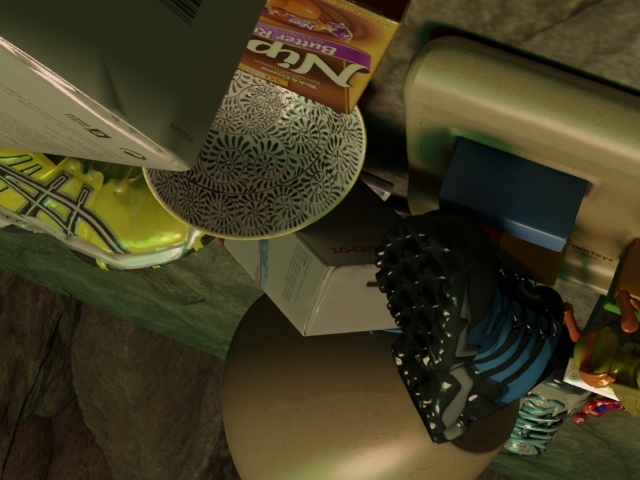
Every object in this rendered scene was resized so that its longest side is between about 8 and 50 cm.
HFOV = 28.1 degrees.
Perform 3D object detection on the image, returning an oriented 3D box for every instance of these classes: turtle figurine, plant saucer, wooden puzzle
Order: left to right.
[{"bbox_3d":[0.303,0.141,1.530,0.083,0.015,0.083,21,167,5],"label":"plant saucer"},{"bbox_3d":[0.207,-0.005,0.943,0.322,0.081,0.348,21,167,8],"label":"wooden puzzle"},{"bbox_3d":[0.282,0.113,0.968,0.217,0.087,0.269,20,172,8],"label":"turtle figurine"}]

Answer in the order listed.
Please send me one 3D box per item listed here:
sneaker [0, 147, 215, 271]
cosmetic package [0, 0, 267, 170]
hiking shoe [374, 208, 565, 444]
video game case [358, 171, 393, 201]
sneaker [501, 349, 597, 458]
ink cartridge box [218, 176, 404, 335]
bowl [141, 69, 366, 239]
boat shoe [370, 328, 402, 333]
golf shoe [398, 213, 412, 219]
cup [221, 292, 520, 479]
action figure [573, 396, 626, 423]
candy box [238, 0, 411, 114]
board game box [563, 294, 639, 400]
[{"bbox_3d":[-0.262,-0.073,1.341,0.384,0.145,0.147,7,143,24],"label":"sneaker"},{"bbox_3d":[-0.196,-0.165,0.715,0.365,0.197,0.155,8,161,43],"label":"cosmetic package"},{"bbox_3d":[0.122,0.050,0.990,0.304,0.132,0.113,80,164,-63],"label":"hiking shoe"},{"bbox_3d":[0.005,-0.062,1.211,0.122,0.011,0.087,23,167,-3],"label":"video game case"},{"bbox_3d":[0.265,0.202,1.526,0.110,0.122,0.283,21,167,7],"label":"sneaker"},{"bbox_3d":[0.000,0.000,1.080,0.127,0.072,0.175,-1,-146,-38],"label":"ink cartridge box"},{"bbox_3d":[-0.054,-0.090,0.976,0.170,0.170,0.080,30,-151,-31],"label":"bowl"},{"bbox_3d":[0.030,0.038,1.367,0.258,0.109,0.089,8,159,42],"label":"boat shoe"},{"bbox_3d":[0.071,-0.008,1.211,0.176,0.069,0.086,12,149,-19],"label":"golf shoe"},{"bbox_3d":[0.087,0.180,1.472,0.331,0.331,0.237,30,148,-32],"label":"cup"},{"bbox_3d":[0.340,0.180,1.447,0.115,0.030,0.038,-23,158,12],"label":"action figure"},{"bbox_3d":[-0.008,-0.144,0.802,0.109,0.053,0.187,22,169,-3],"label":"candy box"},{"bbox_3d":[0.288,0.101,1.158,0.103,0.026,0.154,19,-153,16],"label":"board game box"}]
